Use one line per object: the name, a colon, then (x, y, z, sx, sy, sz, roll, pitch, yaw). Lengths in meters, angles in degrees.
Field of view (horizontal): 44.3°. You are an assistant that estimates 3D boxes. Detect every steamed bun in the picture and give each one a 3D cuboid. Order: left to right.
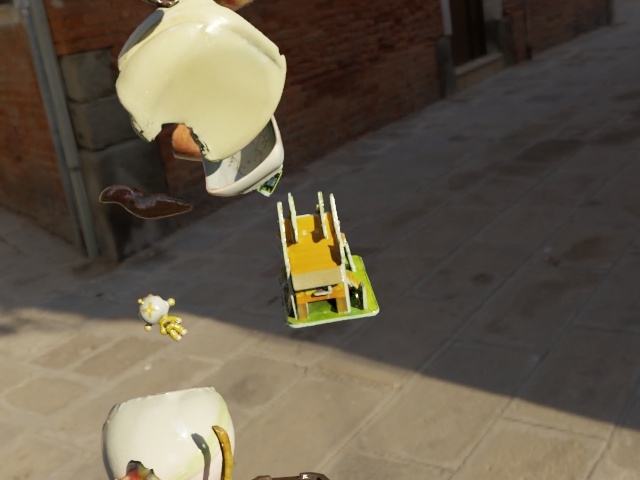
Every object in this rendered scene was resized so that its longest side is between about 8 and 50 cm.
steamed bun: (-0.329, 0.480, 1.731, 0.309, 0.309, 0.309, -8, 19, 3)

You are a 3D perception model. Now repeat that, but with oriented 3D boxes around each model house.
model house: (0.000, 0.000, 2.008, 0.242, 0.313, 0.358, -7, 25, -2)

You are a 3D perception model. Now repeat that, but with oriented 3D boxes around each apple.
apple: (-0.244, -0.313, 1.807, 0.163, 0.251, 0.293, 6, 24, -8)

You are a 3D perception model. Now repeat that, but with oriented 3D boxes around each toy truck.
toy truck: (-0.171, -0.161, 1.777, 0.100, 0.077, 0.169, 31, 10, 30)

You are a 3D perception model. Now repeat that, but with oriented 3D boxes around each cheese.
cheese: (-0.183, -0.243, 1.220, 0.233, 0.266, 0.127, -50, 49, 6)

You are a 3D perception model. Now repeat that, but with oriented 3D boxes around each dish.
dish: (-0.135, -0.170, 1.375, 0.151, 0.077, 0.212, -32, 48, 13)

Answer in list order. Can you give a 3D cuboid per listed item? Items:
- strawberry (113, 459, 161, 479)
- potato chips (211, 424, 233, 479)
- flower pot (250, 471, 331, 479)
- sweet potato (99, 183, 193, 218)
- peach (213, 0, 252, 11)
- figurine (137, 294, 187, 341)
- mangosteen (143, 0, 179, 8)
strawberry: (-0.290, 0.435, 0.990, 0.306, 0.138, 0.233, -47, -10, -21)
potato chips: (-0.195, 0.466, 1.577, 0.037, 0.204, 0.026, -6, 13, -25)
flower pot: (-0.021, 0.358, 0.983, 0.179, 0.084, 0.251, 2, 0, -20)
sweet potato: (-0.355, -0.075, 1.590, 0.202, 0.055, 0.058, 11, 38, 9)
peach: (-0.239, -0.665, 1.806, 0.247, 0.292, 0.292, -48, 14, 12)
figurine: (-0.417, 0.206, 2.054, 0.101, 0.143, 0.068, -24, 2, 0)
mangosteen: (-0.259, -0.441, 0.989, 0.306, 0.359, 0.306, -21, 5, 2)
